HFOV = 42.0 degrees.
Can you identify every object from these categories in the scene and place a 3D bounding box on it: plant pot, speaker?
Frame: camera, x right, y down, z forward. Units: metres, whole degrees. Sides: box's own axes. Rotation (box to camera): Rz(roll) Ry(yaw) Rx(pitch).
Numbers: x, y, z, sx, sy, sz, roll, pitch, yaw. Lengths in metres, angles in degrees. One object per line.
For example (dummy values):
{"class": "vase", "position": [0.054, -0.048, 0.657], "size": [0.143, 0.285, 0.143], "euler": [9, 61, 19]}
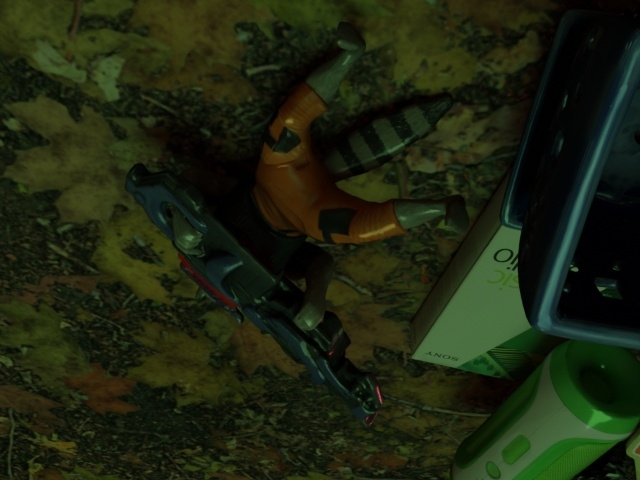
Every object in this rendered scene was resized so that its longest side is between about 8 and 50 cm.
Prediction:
{"class": "plant pot", "position": [0.283, -0.059, 0.669], "size": [0.235, 0.212, 0.236], "euler": [9, 114, -6]}
{"class": "speaker", "position": [0.267, 0.237, 1.008], "size": [0.131, 0.131, 0.296], "euler": [15, 137, -11]}

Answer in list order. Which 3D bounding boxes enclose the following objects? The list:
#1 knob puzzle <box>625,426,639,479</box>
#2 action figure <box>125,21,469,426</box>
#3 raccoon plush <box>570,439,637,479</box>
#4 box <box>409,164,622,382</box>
{"class": "knob puzzle", "position": [0.419, 0.223, 0.865], "size": [0.213, 0.030, 0.213], "euler": [8, 131, 9]}
{"class": "action figure", "position": [0.000, 0.000, 0.823], "size": [0.330, 0.178, 0.341], "euler": [-31, 102, 39]}
{"class": "raccoon plush", "position": [0.439, 0.268, 1.046], "size": [0.446, 0.216, 0.299], "euler": [-21, 130, 25]}
{"class": "box", "position": [0.263, 0.053, 0.937], "size": [0.232, 0.058, 0.322], "euler": [13, 139, -9]}
